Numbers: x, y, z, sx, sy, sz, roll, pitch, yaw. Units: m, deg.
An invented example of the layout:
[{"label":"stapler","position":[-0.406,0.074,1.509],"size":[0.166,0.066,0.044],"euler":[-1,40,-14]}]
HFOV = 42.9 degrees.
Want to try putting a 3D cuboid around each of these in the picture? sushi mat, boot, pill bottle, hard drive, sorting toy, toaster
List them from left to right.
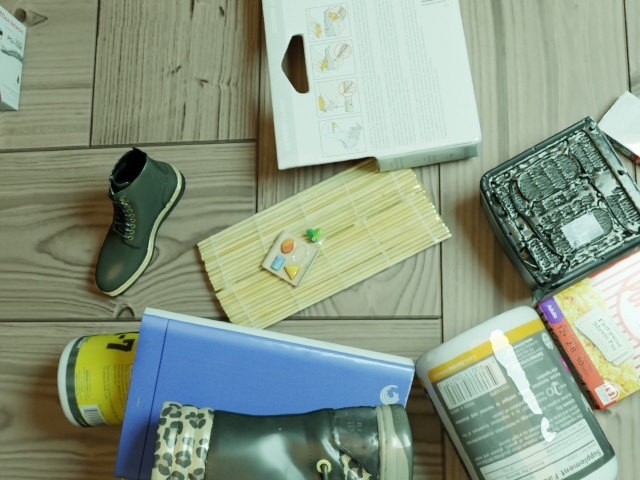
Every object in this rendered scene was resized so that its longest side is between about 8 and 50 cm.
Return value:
[{"label":"boot","position":[-0.265,-0.027,1.078],"size":[0.077,0.137,0.198],"euler":[22,84,13]},{"label":"pill bottle","position":[-0.215,0.173,1.042],"size":[0.209,0.119,0.119],"euler":[-6,79,8]},{"label":"hard drive","position":[-0.069,0.211,0.968],"size":[0.319,0.040,0.210],"euler":[12,104,-5]},{"label":"boot","position":[-0.056,0.354,0.914],"size":[0.284,0.138,0.377],"euler":[7,101,-5]},{"label":"sorting toy","position":[-0.033,0.012,1.076],"size":[0.062,0.012,0.083],"euler":[29,85,15]},{"label":"sushi mat","position":[0.000,0.000,1.089],"size":[0.317,0.019,0.151],"euler":[-26,76,3]},{"label":"pill bottle","position":[0.237,0.229,0.936],"size":[0.162,0.162,0.278],"euler":[-27,77,3]},{"label":"toaster","position":[0.293,-0.031,1.000],"size":[0.186,0.110,0.168],"euler":[-29,76,3]}]

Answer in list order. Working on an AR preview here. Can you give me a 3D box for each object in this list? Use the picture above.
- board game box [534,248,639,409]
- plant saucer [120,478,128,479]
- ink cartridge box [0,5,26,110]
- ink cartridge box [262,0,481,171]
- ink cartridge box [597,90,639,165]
[{"label":"board game box","position":[0.386,0.096,0.995],"size":[0.193,0.045,0.146],"euler":[-30,76,3]},{"label":"plant saucer","position":[-0.156,0.375,1.036],"size":[0.241,0.037,0.241],"euler":[-2,78,8]},{"label":"ink cartridge box","position":[-0.480,-0.267,1.177],"size":[0.056,0.099,0.135],"euler":[0,80,9]},{"label":"ink cartridge box","position":[0.063,-0.238,1.090],"size":[0.261,0.066,0.296],"euler":[-8,74,7]},{"label":"ink cartridge box","position":[0.416,-0.132,1.041],"size":[0.115,0.029,0.063],"euler":[39,87,13]}]
